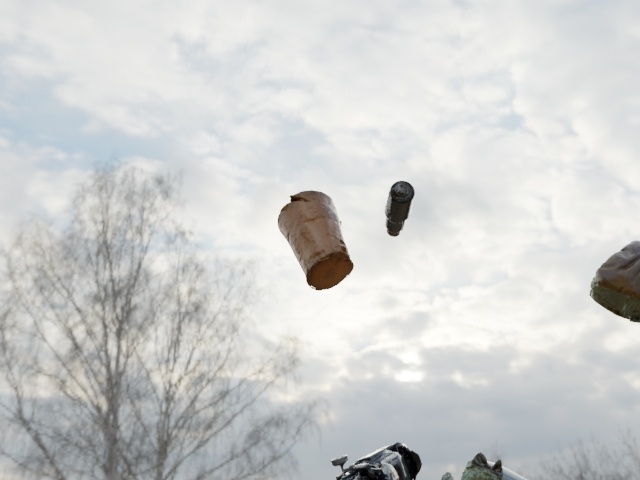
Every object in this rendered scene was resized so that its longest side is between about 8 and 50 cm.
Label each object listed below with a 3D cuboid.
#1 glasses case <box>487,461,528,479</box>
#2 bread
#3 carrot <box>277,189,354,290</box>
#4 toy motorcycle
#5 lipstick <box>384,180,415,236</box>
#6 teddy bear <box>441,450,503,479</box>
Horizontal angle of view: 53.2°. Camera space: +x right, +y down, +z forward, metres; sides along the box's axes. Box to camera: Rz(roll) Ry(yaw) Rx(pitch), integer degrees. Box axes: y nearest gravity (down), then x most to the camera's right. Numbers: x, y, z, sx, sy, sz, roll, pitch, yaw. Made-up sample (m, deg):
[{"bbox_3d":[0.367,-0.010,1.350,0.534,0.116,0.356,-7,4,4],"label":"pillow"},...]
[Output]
[{"bbox_3d":[0.486,0.619,1.652,0.067,0.045,0.178,17,-1,-38],"label":"glasses case"},{"bbox_3d":[1.019,0.144,2.027,0.279,0.250,0.225,-30,-36,-29],"label":"bread"},{"bbox_3d":[0.000,0.000,1.830,0.195,0.254,0.196,-14,-48,-15],"label":"carrot"},{"bbox_3d":[0.121,0.492,1.347,0.173,0.108,0.307,-19,-13,15],"label":"toy motorcycle"},{"bbox_3d":[0.233,-0.086,1.938,0.081,0.081,0.300,-1,-21,-1],"label":"lipstick"},{"bbox_3d":[0.333,0.593,1.484,0.111,0.133,0.213,-15,-45,-50],"label":"teddy bear"}]
